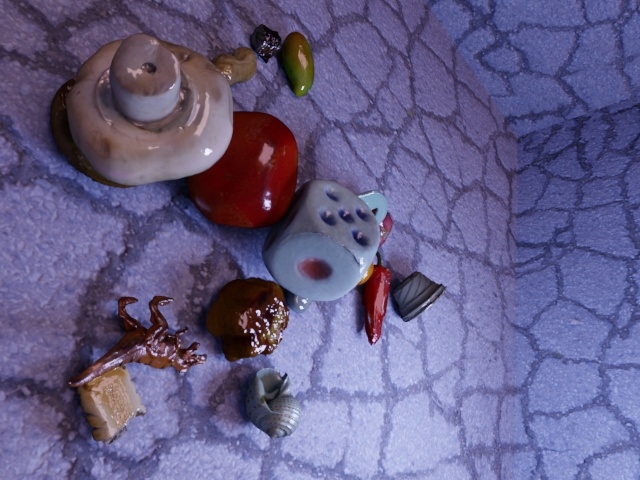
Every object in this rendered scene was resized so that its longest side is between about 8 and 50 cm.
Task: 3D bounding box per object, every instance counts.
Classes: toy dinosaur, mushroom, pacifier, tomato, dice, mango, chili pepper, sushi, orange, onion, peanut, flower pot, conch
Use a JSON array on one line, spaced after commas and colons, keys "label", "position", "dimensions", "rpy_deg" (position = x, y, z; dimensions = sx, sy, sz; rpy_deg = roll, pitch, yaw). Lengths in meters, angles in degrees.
[{"label": "toy dinosaur", "position": [-0.420, 0.222, 1.086], "dimensions": [0.432, 0.097, 0.208], "rpy_deg": [24, 49, -62]}, {"label": "mushroom", "position": [-0.369, -0.272, 1.025], "dimensions": [0.353, 0.353, 0.325], "rpy_deg": [7, 113, -46]}, {"label": "pacifier", "position": [0.062, -0.105, 1.676], "dimensions": [0.344, 0.288, 0.269], "rpy_deg": [2, 43, -28]}, {"label": "tomato", "position": [-0.212, -0.197, 1.299], "dimensions": [0.290, 0.293, 0.325], "rpy_deg": [-78, 180, -77]}, {"label": "dice", "position": [0.000, 0.000, 1.400], "dimensions": [0.265, 0.268, 0.262], "rpy_deg": [31, 39, -15]}, {"label": "mango", "position": [-0.085, -0.652, 1.727], "dimensions": [0.125, 0.111, 0.232], "rpy_deg": [-6, 96, -34]}, {"label": "chili pepper", "position": [0.211, 0.210, 1.796], "dimensions": [0.110, 0.110, 0.387], "rpy_deg": [25, 64, -41]}, {"label": "sushi", "position": [-0.195, -0.696, 1.641], "dimensions": [0.084, 0.098, 0.094], "rpy_deg": [6, 56, -50]}, {"label": "orange", "position": [0.129, 0.094, 1.728], "dimensions": [0.135, 0.136, 0.117], "rpy_deg": [58, 10, -18]}, {"label": "onion", "position": [0.194, -0.054, 1.845], "dimensions": [0.184, 0.147, 0.184], "rpy_deg": [-19, 129, -24]}, {"label": "peanut", "position": [-0.277, -0.552, 1.497], "dimensions": [0.229, 0.098, 0.103], "rpy_deg": [-47, 140, -47]}, {"label": "flower pot", "position": [0.392, 0.218, 1.933], "dimensions": [0.140, 0.235, 0.235], "rpy_deg": [52, 42, 7]}, {"label": "conch", "position": [-0.139, 0.468, 1.325], "dimensions": [0.172, 0.131, 0.200], "rpy_deg": [26, 17, -15]}]

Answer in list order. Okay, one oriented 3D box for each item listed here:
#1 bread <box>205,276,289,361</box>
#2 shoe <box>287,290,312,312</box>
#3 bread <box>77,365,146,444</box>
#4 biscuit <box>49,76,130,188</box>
[{"label": "bread", "position": [-0.193, 0.224, 1.332], "dimensions": [0.246, 0.135, 0.232], "rpy_deg": [-52, 130, -46]}, {"label": "shoe", "position": [-0.035, 0.121, 1.560], "dimensions": [0.103, 0.100, 0.251], "rpy_deg": [36, 52, -37]}, {"label": "bread", "position": [-0.464, 0.357, 1.035], "dimensions": [0.119, 0.084, 0.177], "rpy_deg": [-23, 95, -50]}, {"label": "biscuit", "position": [-0.519, -0.269, 1.163], "dimensions": [0.296, 0.075, 0.295], "rpy_deg": [15, 69, -42]}]
